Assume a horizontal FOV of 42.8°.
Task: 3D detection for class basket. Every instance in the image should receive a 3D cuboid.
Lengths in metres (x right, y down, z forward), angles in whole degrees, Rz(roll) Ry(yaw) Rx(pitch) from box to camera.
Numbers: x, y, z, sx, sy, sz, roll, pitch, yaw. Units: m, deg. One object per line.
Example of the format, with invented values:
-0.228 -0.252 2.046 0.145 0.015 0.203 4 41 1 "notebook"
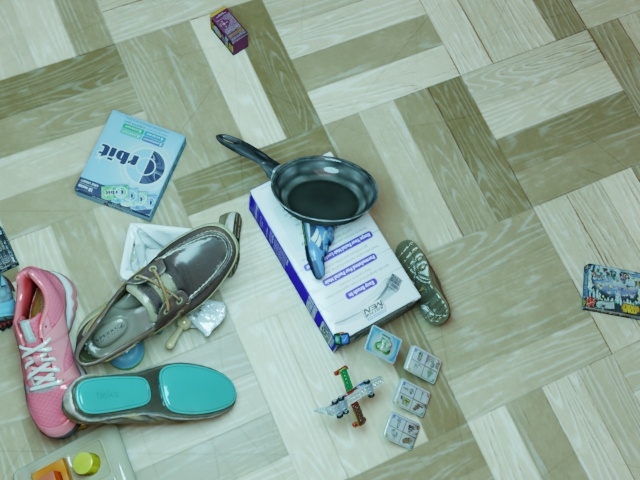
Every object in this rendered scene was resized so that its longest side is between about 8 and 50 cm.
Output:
-0.280 0.042 1.528 0.167 0.103 0.113 7 71 -5 "basket"

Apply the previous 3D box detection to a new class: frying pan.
-0.056 -0.100 1.493 0.326 0.053 0.197 10 40 4 "frying pan"

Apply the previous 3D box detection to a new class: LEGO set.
0.099 0.258 1.495 0.244 0.060 0.183 30 73 -30 "LEGO set"

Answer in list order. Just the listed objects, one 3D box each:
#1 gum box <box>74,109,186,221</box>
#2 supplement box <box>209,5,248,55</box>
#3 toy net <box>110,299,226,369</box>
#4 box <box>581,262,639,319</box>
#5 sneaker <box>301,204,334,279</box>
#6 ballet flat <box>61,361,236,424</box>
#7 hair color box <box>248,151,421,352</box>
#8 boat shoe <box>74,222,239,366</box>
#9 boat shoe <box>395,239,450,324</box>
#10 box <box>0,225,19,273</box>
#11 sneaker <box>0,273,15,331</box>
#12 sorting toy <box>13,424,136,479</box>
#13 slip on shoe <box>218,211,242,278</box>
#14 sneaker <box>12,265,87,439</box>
-0.373 -0.149 1.613 0.156 0.041 0.184 20 70 0 "gum box"
-0.193 -0.443 1.725 0.043 0.055 0.083 -37 79 -15 "supplement box"
-0.293 0.151 1.524 0.232 0.045 0.122 -18 73 -14 "toy net"
0.599 0.105 1.648 0.137 0.027 0.094 10 72 -3 "box"
0.000 0.000 1.490 0.059 0.053 0.144 -4 73 -9 "sneaker"
-0.303 0.274 1.435 0.316 0.106 0.108 8 61 -34 "ballet flat"
0.022 0.021 1.568 0.185 0.110 0.339 -27 75 -14 "hair color box"
-0.284 0.100 1.402 0.342 0.123 0.123 -35 98 2 "boat shoe"
0.200 0.083 1.595 0.064 0.060 0.178 -29 78 16 "boat shoe"
-0.618 0.023 1.540 0.067 0.018 0.083 -27 77 -14 "box"
-0.686 0.114 1.469 0.261 0.104 0.125 -5 68 -18 "sneaker"
-0.415 0.428 1.384 0.196 0.047 0.348 -26 66 -3 "sorting toy"
-0.183 0.009 1.582 0.041 0.051 0.135 -2 73 20 "slip on shoe"
-0.491 0.190 1.424 0.115 0.136 0.314 -15 69 3 "sneaker"
